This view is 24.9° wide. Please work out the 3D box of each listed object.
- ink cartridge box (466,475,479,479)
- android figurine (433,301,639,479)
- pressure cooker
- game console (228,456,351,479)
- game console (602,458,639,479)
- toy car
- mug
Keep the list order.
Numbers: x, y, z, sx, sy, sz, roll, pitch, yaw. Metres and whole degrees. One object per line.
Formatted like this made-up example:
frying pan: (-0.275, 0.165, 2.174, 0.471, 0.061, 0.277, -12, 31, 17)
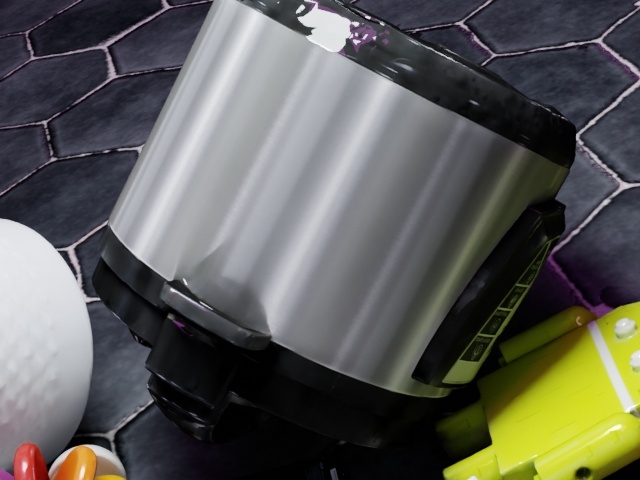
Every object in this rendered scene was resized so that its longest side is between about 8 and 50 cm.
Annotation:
ink cartridge box: (0.059, 0.311, 0.986, 0.232, 0.168, 0.171, -32, 68, -20)
android figurine: (0.229, 0.136, 1.278, 0.273, 0.056, 0.248, -30, 20, 12)
pressure cooker: (-0.005, -0.003, 1.345, 0.420, 0.370, 0.375, -62, 33, 7)
game console: (-0.055, 0.321, 1.200, 0.213, 0.044, 0.361, -23, 30, 5)
game console: (0.371, 0.177, 1.217, 0.342, 0.060, 0.386, -5, 32, 33)
toy car: (-0.264, 0.254, 1.324, 0.182, 0.136, 0.159, -32, 30, 10)
mug: (-0.449, 0.159, 1.405, 0.276, 0.374, 0.328, 35, 20, 29)
